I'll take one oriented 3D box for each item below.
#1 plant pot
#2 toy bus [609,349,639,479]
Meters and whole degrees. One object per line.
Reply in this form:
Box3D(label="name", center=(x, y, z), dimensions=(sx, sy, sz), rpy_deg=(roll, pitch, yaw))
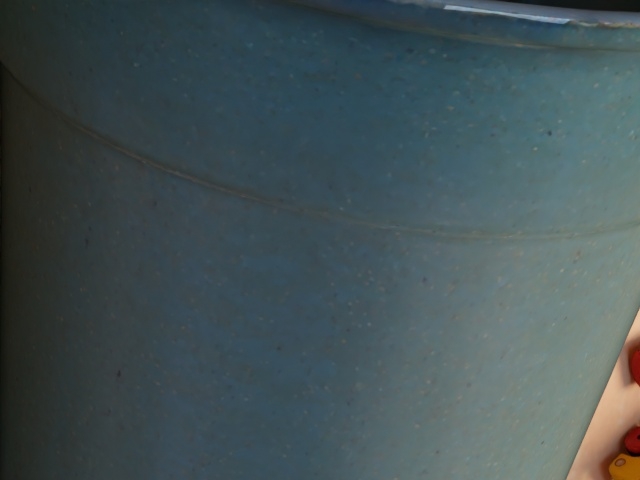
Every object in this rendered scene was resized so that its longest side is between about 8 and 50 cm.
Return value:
Box3D(label="plant pot", center=(0.000, 0.000, 0.661), dimensions=(0.341, 0.341, 0.334), rpy_deg=(-7, 121, -33))
Box3D(label="toy bus", center=(0.314, 0.159, 1.106), dimensions=(0.191, 0.104, 0.202), rpy_deg=(9, 97, -36))
